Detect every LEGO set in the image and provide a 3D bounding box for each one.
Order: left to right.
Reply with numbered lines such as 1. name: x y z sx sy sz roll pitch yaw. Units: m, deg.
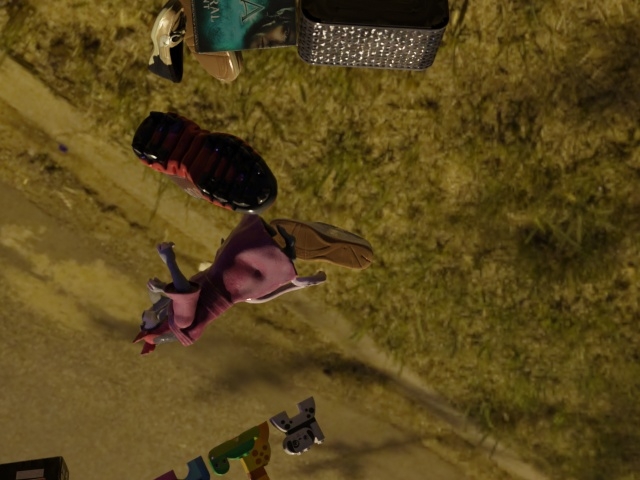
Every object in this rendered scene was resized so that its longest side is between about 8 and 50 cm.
1. LEGO set: -0.094 0.282 0.857 0.227 0.093 0.087 -24 168 -21

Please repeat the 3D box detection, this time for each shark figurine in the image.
1. shark figurine: -0.313 0.117 1.596 0.278 0.166 0.116 -34 107 16

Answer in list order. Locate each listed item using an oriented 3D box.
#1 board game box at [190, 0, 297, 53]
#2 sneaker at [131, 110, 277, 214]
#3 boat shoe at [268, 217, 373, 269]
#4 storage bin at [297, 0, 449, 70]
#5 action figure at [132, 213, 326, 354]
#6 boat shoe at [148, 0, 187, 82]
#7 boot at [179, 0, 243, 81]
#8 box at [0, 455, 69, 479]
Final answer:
1. board game box: -0.092 -0.318 0.849 0.126 0.026 0.186 -10 114 -19
2. sneaker: -0.149 -0.102 1.058 0.276 0.097 0.135 27 174 35
3. boat shoe: 0.000 0.000 1.874 0.277 0.096 0.098 18 115 -2
4. storage bin: 0.063 -0.293 0.919 0.180 0.121 0.084 2 157 -5
5. action figure: -0.212 0.109 1.462 0.276 0.370 0.248 45 170 2
6. boat shoe: -0.206 -0.278 1.014 0.048 0.056 0.153 31 147 -3
7. boot: -0.154 -0.420 1.206 0.095 0.203 0.261 5 131 39
8. box: -0.567 0.490 1.131 0.322 0.257 0.079 -6 139 -10
